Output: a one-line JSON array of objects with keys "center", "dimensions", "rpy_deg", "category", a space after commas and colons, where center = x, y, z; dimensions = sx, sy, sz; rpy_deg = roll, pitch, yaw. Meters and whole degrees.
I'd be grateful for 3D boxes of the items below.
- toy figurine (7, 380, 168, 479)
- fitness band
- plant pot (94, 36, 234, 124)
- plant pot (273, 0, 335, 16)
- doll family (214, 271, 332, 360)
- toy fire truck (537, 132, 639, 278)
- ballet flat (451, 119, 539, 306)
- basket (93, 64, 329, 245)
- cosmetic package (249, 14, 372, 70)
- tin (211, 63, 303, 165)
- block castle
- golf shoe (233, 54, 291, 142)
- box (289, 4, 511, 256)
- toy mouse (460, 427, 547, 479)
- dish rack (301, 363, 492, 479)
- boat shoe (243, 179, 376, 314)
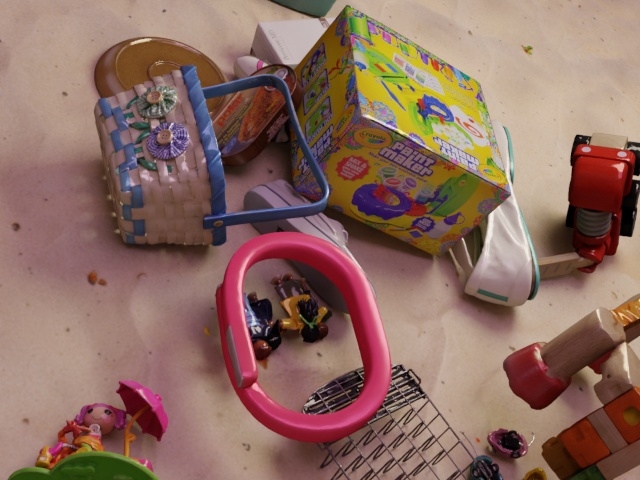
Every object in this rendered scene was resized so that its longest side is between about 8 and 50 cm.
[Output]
[{"center": [-0.240, 0.228, 1.009], "dimensions": [0.173, 0.130, 0.159], "rpy_deg": [1, 32, 4], "category": "toy figurine"}, {"center": [-0.022, 0.117, 1.147], "dimensions": [0.209, 0.054, 0.290], "rpy_deg": [1, 54, -21], "category": "fitness band"}, {"center": [-0.247, -0.258, 1.468], "dimensions": [0.236, 0.032, 0.236], "rpy_deg": [15, 46, -17], "category": "plant pot"}, {"center": [-0.050, -0.559, 1.751], "dimensions": [0.234, 0.165, 0.165], "rpy_deg": [33, 43, -9], "category": "plant pot"}, {"center": [-0.058, 0.107, 1.221], "dimensions": [0.193, 0.076, 0.111], "rpy_deg": [-14, 64, -30], "category": "doll family"}, {"center": [0.442, -0.037, 1.522], "dimensions": [0.159, 0.217, 0.246], "rpy_deg": [11, 45, 22], "category": "toy fire truck"}, {"center": [0.271, -0.063, 1.515], "dimensions": [0.139, 0.139, 0.400], "rpy_deg": [14, 48, -17], "category": "ballet flat"}, {"center": [-0.155, -0.117, 1.261], "dimensions": [0.289, 0.201, 0.254], "rpy_deg": [-11, 56, -18], "category": "basket"}, {"center": [0.003, -0.332, 1.612], "dimensions": [0.231, 0.085, 0.117], "rpy_deg": [-11, 56, -28], "category": "cosmetic package"}, {"center": [-0.105, -0.197, 1.413], "dimensions": [0.106, 0.040, 0.189], "rpy_deg": [30, 75, 35], "category": "tin"}, {"center": [0.463, 0.304, 1.220], "dimensions": [0.303, 0.213, 0.453], "rpy_deg": [-10, 62, -51], "category": "block castle"}, {"center": [-0.096, -0.240, 1.505], "dimensions": [0.086, 0.067, 0.186], "rpy_deg": [-22, 65, -38], "category": "golf shoe"}, {"center": [0.117, -0.172, 1.429], "dimensions": [0.290, 0.177, 0.279], "rpy_deg": [24, 40, -27], "category": "box"}, {"center": [0.244, 0.306, 1.227], "dimensions": [0.143, 0.031, 0.161], "rpy_deg": [31, 44, 0], "category": "toy mouse"}, {"center": [0.099, 0.287, 1.143], "dimensions": [0.208, 0.074, 0.271], "rpy_deg": [-17, 59, -39], "category": "dish rack"}, {"center": [0.000, 0.000, 1.325], "dimensions": [0.084, 0.095, 0.258], "rpy_deg": [-32, 72, -38], "category": "boat shoe"}]
